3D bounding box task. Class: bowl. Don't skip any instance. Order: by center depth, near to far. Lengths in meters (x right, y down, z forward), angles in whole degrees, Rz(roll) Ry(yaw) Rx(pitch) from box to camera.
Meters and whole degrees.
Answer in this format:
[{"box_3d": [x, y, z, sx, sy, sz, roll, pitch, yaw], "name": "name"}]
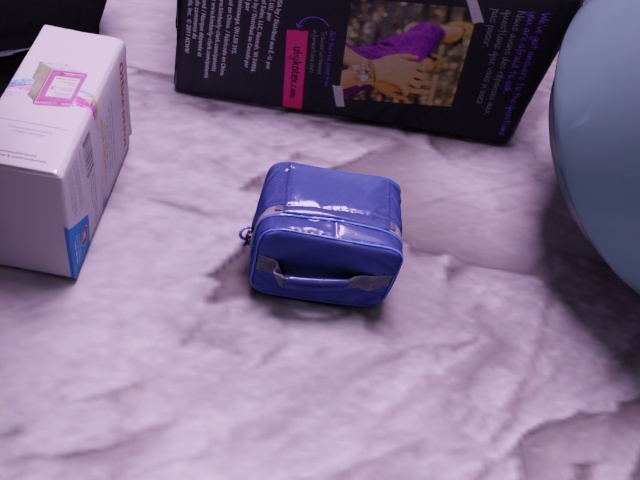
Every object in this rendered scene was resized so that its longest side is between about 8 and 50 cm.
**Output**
[{"box_3d": [0.264, -0.072, 0.480, 0.312, 0.163, 0.311, 9, 75, -36], "name": "bowl"}]

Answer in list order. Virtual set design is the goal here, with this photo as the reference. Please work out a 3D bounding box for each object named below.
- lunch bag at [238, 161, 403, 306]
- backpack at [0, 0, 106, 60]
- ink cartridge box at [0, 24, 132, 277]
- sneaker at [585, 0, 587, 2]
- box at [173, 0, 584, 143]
[{"box_3d": [0.000, 0.000, 0.458, 0.098, 0.067, 0.065, 7, 49, -8], "name": "lunch bag"}, {"box_3d": [-0.287, -0.233, 0.500, 0.254, 0.191, 0.225, 25, 27, 17], "name": "backpack"}, {"box_3d": [-0.153, -0.054, 0.450, 0.052, 0.088, 0.122, 11, 48, -2], "name": "ink cartridge box"}, {"box_3d": [0.295, -0.246, 0.750, 0.094, 0.080, 0.212, 34, 43, 29], "name": "sneaker"}, {"box_3d": [0.035, -0.197, 0.583, 0.270, 0.143, 0.165, 8, 49, -9], "name": "box"}]
